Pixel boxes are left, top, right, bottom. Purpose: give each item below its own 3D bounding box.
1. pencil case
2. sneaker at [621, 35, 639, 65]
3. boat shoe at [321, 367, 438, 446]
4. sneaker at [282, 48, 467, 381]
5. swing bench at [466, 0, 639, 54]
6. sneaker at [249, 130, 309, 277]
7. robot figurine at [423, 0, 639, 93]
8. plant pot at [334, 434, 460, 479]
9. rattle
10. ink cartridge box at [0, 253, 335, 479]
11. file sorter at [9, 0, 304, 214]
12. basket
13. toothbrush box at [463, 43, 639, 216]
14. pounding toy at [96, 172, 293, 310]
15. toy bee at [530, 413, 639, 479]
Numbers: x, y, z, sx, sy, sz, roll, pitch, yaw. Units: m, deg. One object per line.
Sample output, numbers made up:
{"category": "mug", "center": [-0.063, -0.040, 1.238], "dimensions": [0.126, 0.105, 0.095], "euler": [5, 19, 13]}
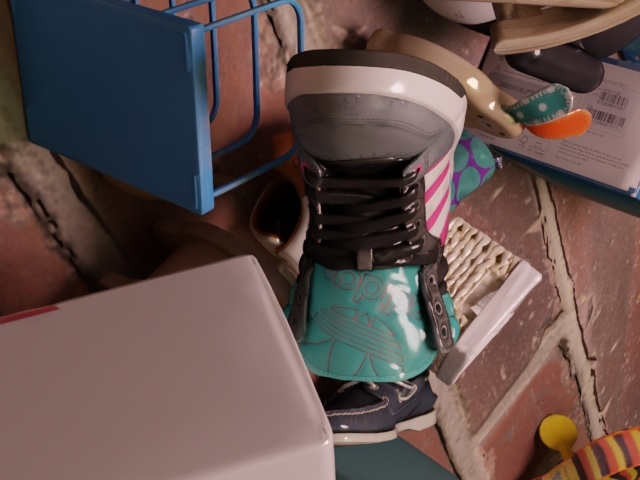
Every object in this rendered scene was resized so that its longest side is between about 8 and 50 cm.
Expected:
{"category": "pencil case", "center": [0.112, -0.045, 1.102], "dimensions": [0.151, 0.064, 0.070], "euler": [-44, 127, -25]}
{"category": "sneaker", "center": [0.456, -0.296, 1.333], "dimensions": [0.208, 0.127, 0.319], "euler": [-57, 152, -8]}
{"category": "boat shoe", "center": [0.053, 0.159, 1.111], "dimensions": [0.254, 0.095, 0.079], "euler": [1, 87, -59]}
{"category": "sneaker", "center": [0.029, 0.000, 0.712], "dimensions": [0.295, 0.123, 0.178], "euler": [47, 47, -74]}
{"category": "swing bench", "center": [0.094, -0.273, 0.705], "dimensions": [0.254, 0.165, 0.253], "euler": [11, 59, -23]}
{"category": "sneaker", "center": [0.000, 0.000, 0.992], "dimensions": [0.123, 0.106, 0.290], "euler": [-4, 138, -2]}
{"category": "robot figurine", "center": [0.201, -0.256, 0.980], "dimensions": [0.278, 0.209, 0.173], "euler": [8, 123, -39]}
{"category": "plant pot", "center": [0.073, 0.308, 1.110], "dimensions": [0.165, 0.234, 0.166], "euler": [5, 105, -51]}
{"category": "rattle", "center": [0.111, -0.091, 0.957], "dimensions": [0.143, 0.199, 0.130], "euler": [-54, 165, -22]}
{"category": "ink cartridge box", "center": [-0.140, 0.223, 0.741], "dimensions": [0.279, 0.160, 0.385], "euler": [-15, 136, -13]}
{"category": "file sorter", "center": [-0.105, -0.111, 0.721], "dimensions": [0.104, 0.170, 0.118], "euler": [-30, 131, -42]}
{"category": "basket", "center": [0.134, 0.060, 1.102], "dimensions": [0.113, 0.103, 0.167], "euler": [-46, 169, -13]}
{"category": "toothbrush box", "center": [0.319, -0.105, 1.195], "dimensions": [0.295, 0.216, 0.126], "euler": [19, 95, -52]}
{"category": "pounding toy", "center": [-0.063, 0.035, 0.861], "dimensions": [0.155, 0.154, 0.269], "euler": [-48, 140, -21]}
{"category": "toy bee", "center": [0.339, 0.359, 1.525], "dimensions": [0.162, 0.195, 0.298], "euler": [0, 123, -25]}
